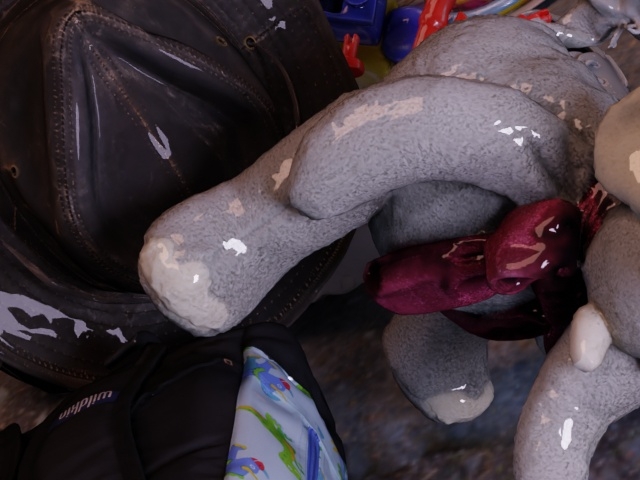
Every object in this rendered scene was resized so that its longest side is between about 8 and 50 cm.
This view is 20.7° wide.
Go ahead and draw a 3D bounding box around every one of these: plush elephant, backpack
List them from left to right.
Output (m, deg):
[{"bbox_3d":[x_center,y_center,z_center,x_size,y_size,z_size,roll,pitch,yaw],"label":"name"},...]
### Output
[{"bbox_3d":[-0.099,0.210,0.879,0.290,0.273,0.355,-29,2,1],"label":"backpack"},{"bbox_3d":[0.131,0.015,0.890,0.330,0.272,0.255,-46,46,10],"label":"plush elephant"}]

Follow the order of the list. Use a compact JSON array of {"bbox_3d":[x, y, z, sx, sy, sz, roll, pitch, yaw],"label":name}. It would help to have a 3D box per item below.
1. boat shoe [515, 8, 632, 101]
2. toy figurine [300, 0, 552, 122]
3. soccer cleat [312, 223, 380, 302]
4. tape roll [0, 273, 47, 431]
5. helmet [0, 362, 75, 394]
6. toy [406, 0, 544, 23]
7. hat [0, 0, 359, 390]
[{"bbox_3d":[0.169,-0.088,1.168,0.079,0.081,0.227,-32,31,6],"label":"boat shoe"},{"bbox_3d":[-0.024,-0.132,1.246,0.363,0.217,0.191,5,72,5],"label":"toy figurine"},{"bbox_3d":[0.000,0.000,1.211,0.331,0.116,0.143,10,88,36],"label":"soccer cleat"},{"bbox_3d":[-0.167,0.088,1.152,0.189,0.189,0.080,-41,32,-9],"label":"tape roll"},{"bbox_3d":[-0.211,0.017,1.317,0.169,0.161,0.169,-25,32,17],"label":"helmet"},{"bbox_3d":[0.112,-0.204,1.408,0.237,0.056,0.137,-39,32,-6],"label":"toy"},{"bbox_3d":[-0.112,-0.062,1.019,0.331,0.331,0.134,-39,12,-6],"label":"hat"}]
